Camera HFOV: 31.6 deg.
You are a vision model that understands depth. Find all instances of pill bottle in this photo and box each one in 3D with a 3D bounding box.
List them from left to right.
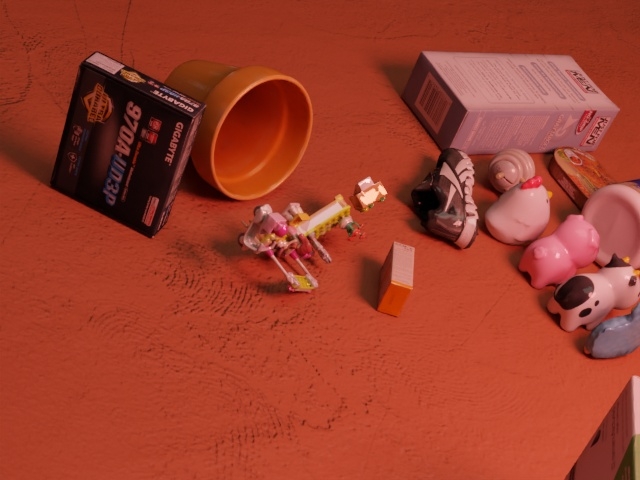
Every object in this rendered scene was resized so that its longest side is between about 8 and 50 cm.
[{"bbox_3d":[0.594,-0.038,1.987,0.265,0.153,0.153,-11,50,-38],"label":"pill bottle"}]

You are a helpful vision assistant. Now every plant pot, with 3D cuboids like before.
[{"bbox_3d":[-0.149,-0.193,1.767,0.205,0.205,0.188,-19,39,-41],"label":"plant pot"}]

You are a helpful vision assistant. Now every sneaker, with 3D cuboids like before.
[{"bbox_3d":[0.203,-0.087,1.902,0.106,0.078,0.234,16,40,-14],"label":"sneaker"}]

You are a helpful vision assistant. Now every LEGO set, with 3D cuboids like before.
[{"bbox_3d":[0.000,0.000,1.666,0.287,0.132,0.107,-15,60,-47],"label":"LEGO set"}]

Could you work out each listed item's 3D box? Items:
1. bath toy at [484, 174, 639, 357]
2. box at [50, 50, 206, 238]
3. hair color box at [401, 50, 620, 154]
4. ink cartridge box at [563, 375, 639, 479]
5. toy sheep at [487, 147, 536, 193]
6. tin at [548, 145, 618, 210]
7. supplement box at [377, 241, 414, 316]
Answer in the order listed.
[{"bbox_3d":[0.409,0.025,1.836,0.151,0.129,0.348,-9,47,-34],"label":"bath toy"},{"bbox_3d":[-0.275,-0.133,1.593,0.175,0.220,0.051,27,35,3],"label":"box"},{"bbox_3d":[0.366,-0.264,2.169,0.375,0.113,0.185,-5,46,-30],"label":"hair color box"},{"bbox_3d":[0.353,0.337,1.307,0.122,0.289,0.211,19,38,-1],"label":"ink cartridge box"},{"bbox_3d":[0.339,-0.121,2.009,0.091,0.091,0.132,36,21,15],"label":"toy sheep"},{"bbox_3d":[0.500,-0.104,2.112,0.106,0.040,0.189,-1,44,-34],"label":"tin"},{"bbox_3d":[0.114,0.058,1.696,0.036,0.062,0.098,17,39,-7],"label":"supplement box"}]
